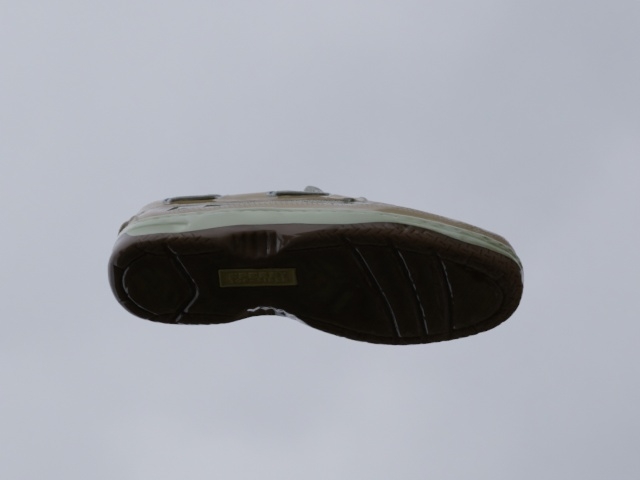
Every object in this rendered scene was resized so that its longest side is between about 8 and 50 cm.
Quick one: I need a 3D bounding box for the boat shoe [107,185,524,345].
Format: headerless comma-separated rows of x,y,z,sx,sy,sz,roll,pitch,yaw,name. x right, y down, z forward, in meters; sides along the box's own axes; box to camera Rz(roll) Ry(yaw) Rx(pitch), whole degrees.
0.000,0.000,0.889,0.072,0.190,0.068,-77,-8,-56,boat shoe
